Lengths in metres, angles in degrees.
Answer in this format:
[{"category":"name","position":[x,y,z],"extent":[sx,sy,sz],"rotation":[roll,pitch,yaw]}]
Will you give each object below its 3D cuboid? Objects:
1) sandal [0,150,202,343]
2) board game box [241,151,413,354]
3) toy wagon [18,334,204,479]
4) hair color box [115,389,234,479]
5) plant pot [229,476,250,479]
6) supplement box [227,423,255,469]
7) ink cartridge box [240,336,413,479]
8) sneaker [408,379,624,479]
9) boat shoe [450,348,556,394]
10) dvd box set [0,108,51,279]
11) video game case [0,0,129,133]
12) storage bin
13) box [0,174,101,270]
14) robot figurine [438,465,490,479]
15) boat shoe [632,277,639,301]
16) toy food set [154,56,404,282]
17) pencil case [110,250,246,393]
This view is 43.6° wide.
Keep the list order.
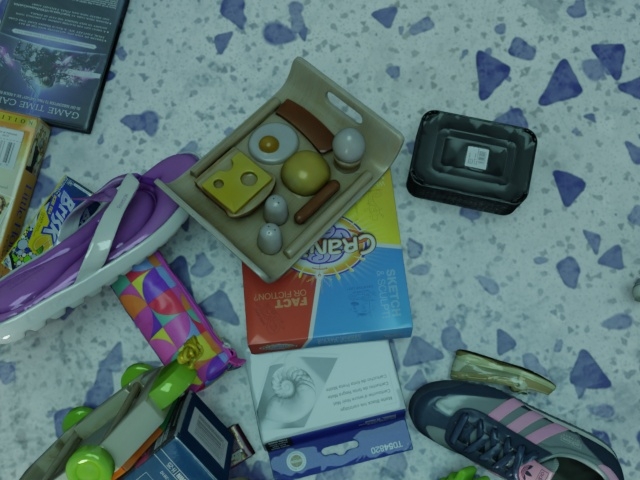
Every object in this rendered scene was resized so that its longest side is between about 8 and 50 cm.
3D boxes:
[{"category":"sandal","position":[-0.331,-0.012,1.160],"extent":[0.169,0.102,0.416],"rotation":[24,60,43]},{"category":"board game box","position":[0.000,0.000,1.209],"extent":[0.242,0.064,0.316],"rotation":[-7,70,0]},{"category":"toy wagon","position":[-0.281,0.256,1.069],"extent":[0.344,0.267,0.068],"rotation":[-37,101,10]},{"category":"hair color box","position":[-0.283,0.370,1.081],"extent":[0.347,0.174,0.105],"rotation":[-40,98,4]},{"category":"plant pot","position":[-0.087,0.471,1.076],"extent":[0.256,0.256,0.274],"rotation":[-32,63,-5]},{"category":"supplement box","position":[-0.147,0.317,1.189],"extent":[0.083,0.043,0.055],"rotation":[-31,80,-4]},{"category":"ink cartridge box","position":[0.009,0.231,1.201],"extent":[0.223,0.045,0.224],"rotation":[-14,80,-2]},{"category":"sneaker","position":[0.277,0.293,1.129],"extent":[0.319,0.131,0.112],"rotation":[18,105,6]},{"category":"boat shoe","position":[0.273,0.207,1.197],"extent":[0.153,0.056,0.048],"rotation":[17,90,6]},{"category":"dvd box set","position":[-0.631,-0.021,1.255],"extent":[0.308,0.062,0.420],"rotation":[12,80,4]},{"category":"video game case","position":[-0.440,-0.326,1.327],"extent":[0.196,0.026,0.274],"rotation":[12,81,4]},{"category":"storage bin","position":[0.232,-0.119,1.242],"extent":[0.180,0.084,0.122],"rotation":[12,80,4]},{"category":"box","position":[-0.418,-0.015,1.252],"extent":[0.059,0.054,0.169],"rotation":[32,82,7]},{"category":"robot figurine","position":[0.199,0.381,1.148],"extent":[0.101,0.067,0.115],"rotation":[31,106,34]},{"category":"boat shoe","position":[0.575,0.041,1.214],"extent":[0.227,0.079,0.081],"rotation":[-10,70,-6]},{"category":"toy food set","position":[-0.056,-0.111,1.154],"extent":[0.220,0.092,0.306],"rotation":[40,68,15]},{"category":"pencil case","position":[-0.217,0.120,1.200],"extent":[0.104,0.104,0.236],"rotation":[-39,81,-6]}]
